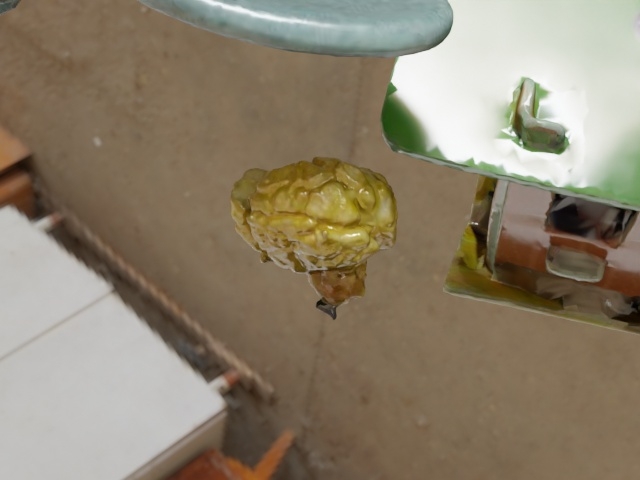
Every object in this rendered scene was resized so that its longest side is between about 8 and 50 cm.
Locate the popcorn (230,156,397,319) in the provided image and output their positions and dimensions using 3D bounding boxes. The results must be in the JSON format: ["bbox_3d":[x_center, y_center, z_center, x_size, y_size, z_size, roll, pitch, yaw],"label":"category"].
[{"bbox_3d":[0.000,0.000,0.690,0.084,0.084,0.084,31,138,33],"label":"popcorn"}]

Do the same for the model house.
[{"bbox_3d":[0.216,-0.100,0.856,0.300,0.340,0.324,14,158,7],"label":"model house"}]

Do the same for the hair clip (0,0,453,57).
[{"bbox_3d":[-0.164,-0.218,0.647,0.318,0.392,0.238,-109,10,-60],"label":"hair clip"}]
